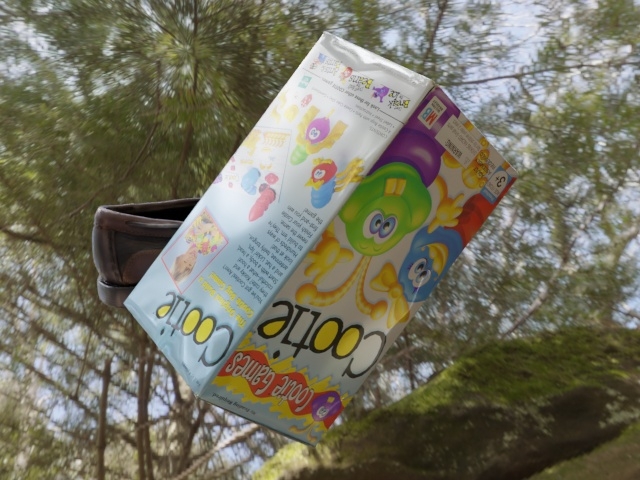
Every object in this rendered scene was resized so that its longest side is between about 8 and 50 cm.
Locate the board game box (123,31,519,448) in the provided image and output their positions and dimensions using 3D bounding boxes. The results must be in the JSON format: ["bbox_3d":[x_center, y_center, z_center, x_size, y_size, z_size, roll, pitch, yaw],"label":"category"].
[{"bbox_3d":[0.000,0.000,0.705,0.275,0.144,0.142,-53,-47,1],"label":"board game box"}]

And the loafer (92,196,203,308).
[{"bbox_3d":[-0.077,-0.019,0.865,0.302,0.109,0.095,-18,-70,-31],"label":"loafer"}]
